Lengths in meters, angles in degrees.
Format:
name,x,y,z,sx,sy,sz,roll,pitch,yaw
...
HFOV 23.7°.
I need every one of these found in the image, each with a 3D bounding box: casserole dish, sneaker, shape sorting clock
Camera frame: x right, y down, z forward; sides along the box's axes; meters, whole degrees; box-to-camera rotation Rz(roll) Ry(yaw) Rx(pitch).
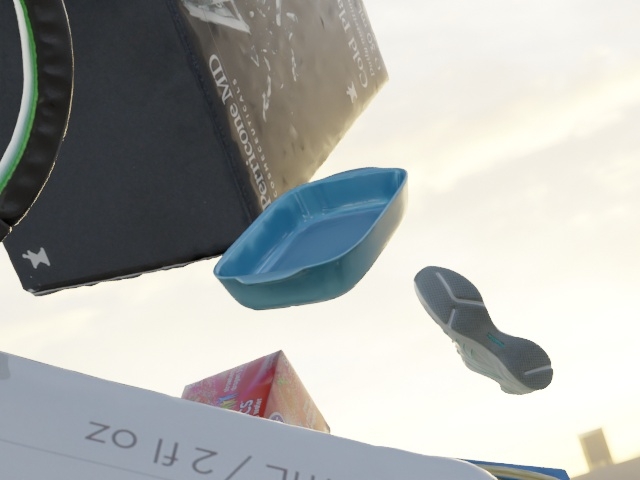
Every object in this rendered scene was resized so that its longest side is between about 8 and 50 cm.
name,x,y,z,sx,sy,sz,roll,pitch,yaw
casserole dish,0.000,0.000,1.082,0.114,0.037,0.188,-9,21,26
sneaker,0.135,0.086,1.361,0.053,0.152,0.061,-47,1,-30
shape sorting clock,0.131,0.231,1.351,0.206,0.040,0.206,1,-23,0

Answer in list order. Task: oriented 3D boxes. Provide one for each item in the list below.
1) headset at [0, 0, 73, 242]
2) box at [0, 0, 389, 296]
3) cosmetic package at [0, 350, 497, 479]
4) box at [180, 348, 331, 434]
name,x,y,z,sx,sy,sz,roll,pitch,yaw
headset,-0.311,-0.039,0.780,0.394,0.243,0.185,-43,18,-8
box,-0.184,-0.273,1.598,0.297,0.480,0.472,-11,21,25
cosmetic package,-0.115,0.317,0.720,0.329,0.393,0.327,14,-49,-4
box,-0.084,0.244,1.562,0.128,0.122,0.257,-22,25,20
